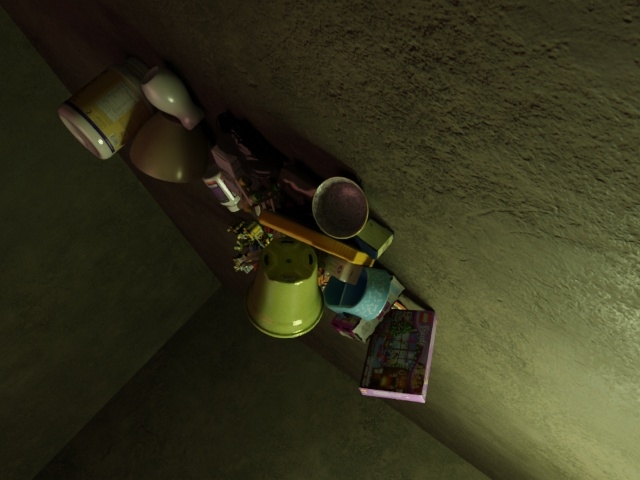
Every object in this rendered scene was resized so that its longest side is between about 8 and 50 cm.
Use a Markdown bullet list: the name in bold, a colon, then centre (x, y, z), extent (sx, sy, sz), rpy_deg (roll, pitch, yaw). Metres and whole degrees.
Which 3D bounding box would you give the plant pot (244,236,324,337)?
- **plant pot**: centre (-0.109, 0.133, 1.824), extent (0.276, 0.276, 0.254), rpy_deg (37, 146, 19)

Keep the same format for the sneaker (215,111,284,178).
- **sneaker**: centre (-0.233, -0.298, 1.762), extent (0.286, 0.109, 0.130), rpy_deg (34, 154, 20)

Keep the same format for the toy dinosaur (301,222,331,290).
- **toy dinosaur**: centre (-0.022, 0.050, 2.085), extent (0.218, 0.164, 0.322), rpy_deg (11, 111, 33)

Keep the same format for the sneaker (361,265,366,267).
- **sneaker**: centre (0.118, 0.115, 1.976), extent (0.106, 0.078, 0.234), rpy_deg (30, 156, 41)

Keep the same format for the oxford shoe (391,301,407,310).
- **oxford shoe**: centre (0.279, 0.305, 2.028), extent (0.271, 0.098, 0.096), rpy_deg (52, 160, -25)

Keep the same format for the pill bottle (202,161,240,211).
- **pill bottle**: centre (-0.380, -0.210, 2.251), extent (0.108, 0.108, 0.194), rpy_deg (23, 153, 46)

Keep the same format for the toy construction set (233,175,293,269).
- **toy construction set**: centre (-0.192, -0.063, 1.950), extent (0.151, 0.214, 0.328), rpy_deg (0, 96, 46)

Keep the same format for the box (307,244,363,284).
- **box**: centre (0.033, 0.069, 1.843), extent (0.063, 0.067, 0.324), rpy_deg (21, -177, -25)

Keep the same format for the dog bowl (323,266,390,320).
- **dog bowl**: centre (0.106, 0.160, 1.787), extent (0.074, 0.166, 0.297), rpy_deg (24, 166, -24)

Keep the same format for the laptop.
- **laptop**: centre (0.027, -0.027, 1.752), extent (0.234, 0.264, 0.137), rpy_deg (22, 116, 48)

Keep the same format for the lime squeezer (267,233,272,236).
- **lime squeezer**: centre (-0.160, -0.014, 2.311), extent (0.310, 0.059, 0.110), rpy_deg (15, 147, 54)

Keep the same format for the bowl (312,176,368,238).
- **bowl**: centre (0.069, -0.095, 1.560), extent (0.170, 0.170, 0.080), rpy_deg (38, -155, 16)

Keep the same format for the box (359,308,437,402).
- **box**: centre (0.252, 0.357, 1.798), extent (0.200, 0.294, 0.057), rpy_deg (1, 143, 23)

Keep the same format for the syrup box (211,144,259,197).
- **syrup box**: centre (-0.296, -0.257, 1.987), extent (0.093, 0.096, 0.237), rpy_deg (36, 160, 21)

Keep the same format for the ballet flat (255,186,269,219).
- **ballet flat**: centre (-0.211, -0.115, 2.154), extent (0.076, 0.079, 0.222), rpy_deg (31, 159, 30)

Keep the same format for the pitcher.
- **pitcher**: centre (-0.505, -0.489, 1.899), extent (0.207, 0.125, 0.178), rpy_deg (44, -179, -40)

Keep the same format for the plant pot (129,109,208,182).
- **plant pot**: centre (-0.530, -0.368, 2.035), extent (0.284, 0.284, 0.191), rpy_deg (36, 125, 21)

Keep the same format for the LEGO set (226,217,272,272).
- **LEGO set**: centre (-0.343, 0.041, 2.576), extent (0.255, 0.192, 0.331), rpy_deg (53, 163, -29)

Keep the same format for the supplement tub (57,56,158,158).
- **supplement tub**: centre (-0.748, -0.485, 2.051), extent (0.241, 0.331, 0.241), rpy_deg (37, 161, 15)

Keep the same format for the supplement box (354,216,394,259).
- **supplement box**: centre (0.154, -0.005, 1.619), extent (0.083, 0.083, 0.056), rpy_deg (37, 161, 18)

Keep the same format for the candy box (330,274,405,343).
- **candy box**: centre (0.156, 0.219, 1.873), extent (0.071, 0.233, 0.159), rpy_deg (44, 164, -20)

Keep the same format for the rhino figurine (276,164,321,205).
- **rhino figurine**: centre (-0.027, -0.148, 1.699), extent (0.243, 0.073, 0.106), rpy_deg (32, 164, 10)

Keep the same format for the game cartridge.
- **game cartridge**: centre (0.000, 0.000, 1.753), extent (0.323, 0.053, 0.285), rpy_deg (26, -178, 18)
